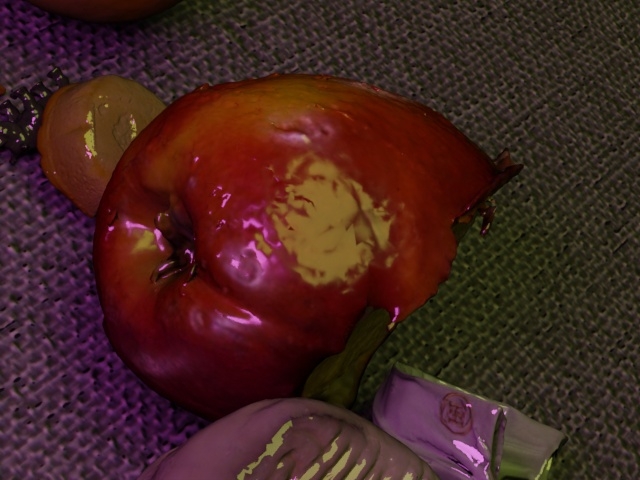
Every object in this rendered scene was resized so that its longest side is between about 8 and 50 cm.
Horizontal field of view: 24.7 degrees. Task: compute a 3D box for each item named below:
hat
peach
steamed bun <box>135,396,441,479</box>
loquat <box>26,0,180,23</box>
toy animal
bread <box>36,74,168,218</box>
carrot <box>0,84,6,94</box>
[{"bbox_3d":[0.132,0.270,1.424,0.258,0.168,0.301,29,61,-63],"label":"hat"},{"bbox_3d":[0.000,0.000,1.384,0.417,0.339,0.353,4,48,-40],"label":"peach"},{"bbox_3d":[-0.038,0.294,1.238,0.324,0.219,0.309,29,74,-34],"label":"steamed bun"},{"bbox_3d":[-0.221,-0.403,1.527,0.328,0.359,0.328,17,40,-15],"label":"loquat"},{"bbox_3d":[-0.295,-0.122,1.483,0.065,0.047,0.136,52,41,-2],"label":"toy animal"},{"bbox_3d":[-0.218,-0.106,1.478,0.125,0.086,0.156,60,40,-13],"label":"bread"},{"bbox_3d":[-0.384,-0.184,1.481,0.142,0.035,0.035,34,46,-17],"label":"carrot"}]
